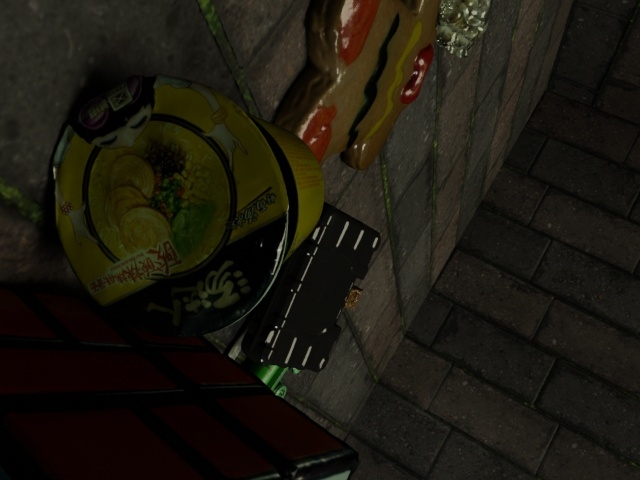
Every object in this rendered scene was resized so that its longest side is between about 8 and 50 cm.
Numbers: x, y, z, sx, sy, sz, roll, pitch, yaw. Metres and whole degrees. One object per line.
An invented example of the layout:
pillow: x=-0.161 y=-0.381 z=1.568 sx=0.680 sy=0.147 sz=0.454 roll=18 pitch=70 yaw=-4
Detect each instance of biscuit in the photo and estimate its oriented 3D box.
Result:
biscuit: x=0.056 y=0.133 z=1.454 sx=0.064 sy=0.034 sz=0.199 roll=-63 pitch=161 yaw=1
biscuit: x=0.083 y=-0.262 z=0.912 sx=0.394 sy=0.076 sz=0.368 roll=-23 pitch=138 yaw=-62

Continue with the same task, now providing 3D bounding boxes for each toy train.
toy train: x=-0.089 y=0.233 z=1.151 sx=0.251 sy=0.085 sz=0.119 roll=-53 pitch=154 yaw=-30

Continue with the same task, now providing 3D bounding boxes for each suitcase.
suitcase: x=-0.010 y=0.085 z=1.056 sx=0.206 sy=0.066 sz=0.286 roll=24 pitch=89 yaw=-54

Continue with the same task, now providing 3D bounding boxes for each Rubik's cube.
Rubik's cube: x=-0.193 y=0.215 z=0.456 sx=0.293 sy=0.283 sz=0.288 roll=24 pitch=95 yaw=-54

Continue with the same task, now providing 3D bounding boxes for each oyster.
oyster: x=0.262 y=-0.449 z=1.066 sx=0.198 sy=0.112 sz=0.268 roll=-60 pitch=158 yaw=-7

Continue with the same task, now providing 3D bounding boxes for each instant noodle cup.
instant noodle cup: x=-0.098 y=-0.041 z=0.586 sx=0.216 sy=0.215 sz=0.236 roll=-67 pitch=170 yaw=14

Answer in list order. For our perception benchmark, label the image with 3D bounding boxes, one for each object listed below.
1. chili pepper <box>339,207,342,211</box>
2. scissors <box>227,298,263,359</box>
chili pepper: x=0.001 y=0.000 z=1.115 sx=0.153 sy=0.041 sz=0.050 roll=-49 pitch=116 yaw=-33
scissors: x=-0.149 y=0.191 z=1.020 sx=0.300 sy=0.022 sz=0.109 roll=-60 pitch=165 yaw=-10
